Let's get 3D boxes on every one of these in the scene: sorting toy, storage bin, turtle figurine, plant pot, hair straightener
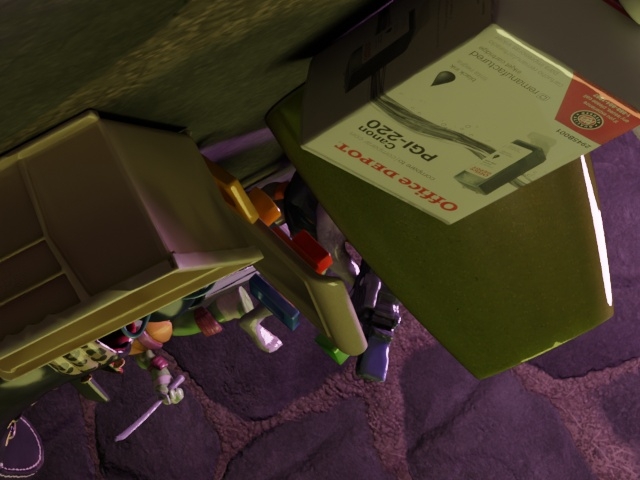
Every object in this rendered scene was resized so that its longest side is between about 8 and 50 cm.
[{"bbox_3d":[-0.035,0.012,1.510,0.047,0.196,0.347,-46,156,-12],"label":"sorting toy"},{"bbox_3d":[-0.208,0.020,1.163,0.260,0.123,0.262,-27,177,9],"label":"storage bin"},{"bbox_3d":[-0.238,0.149,2.374,0.266,0.197,0.275,-30,180,8],"label":"turtle figurine"},{"bbox_3d":[0.137,-0.036,1.421,0.275,0.293,0.275,-26,177,-1],"label":"plant pot"},{"bbox_3d":[-0.313,0.138,1.853,0.047,0.089,0.230,8,154,29],"label":"hair straightener"}]

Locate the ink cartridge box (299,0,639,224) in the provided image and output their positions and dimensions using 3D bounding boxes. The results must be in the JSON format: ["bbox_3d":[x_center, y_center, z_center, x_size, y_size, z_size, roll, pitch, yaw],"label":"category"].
[{"bbox_3d":[0.111,-0.112,1.167,0.159,0.092,0.218,26,147,-28],"label":"ink cartridge box"}]

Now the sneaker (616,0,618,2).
[{"bbox_3d":[0.232,-0.184,1.644,0.302,0.121,0.108,-45,166,-35],"label":"sneaker"}]

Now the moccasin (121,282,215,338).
[{"bbox_3d":[-0.162,0.025,1.642,0.138,0.116,0.342,-26,177,9],"label":"moccasin"}]

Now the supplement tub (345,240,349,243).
[{"bbox_3d":[0.085,-0.060,2.319,0.106,0.106,0.198,-28,176,30],"label":"supplement tub"}]

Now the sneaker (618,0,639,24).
[{"bbox_3d":[0.310,-0.249,1.182,0.123,0.106,0.290,-35,-178,45],"label":"sneaker"}]

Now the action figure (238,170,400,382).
[{"bbox_3d":[0.000,0.000,1.728,0.330,0.179,0.341,-39,-147,45],"label":"action figure"}]

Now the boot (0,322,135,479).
[{"bbox_3d":[-0.325,0.151,1.701,0.284,0.138,0.377,-29,151,9],"label":"boot"}]

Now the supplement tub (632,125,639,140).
[{"bbox_3d":[0.483,-0.218,1.702,0.316,0.193,0.193,-43,-178,-19],"label":"supplement tub"}]

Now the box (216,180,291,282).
[{"bbox_3d":[-0.154,0.024,1.970,0.290,0.087,0.169,-22,175,-46],"label":"box"}]
